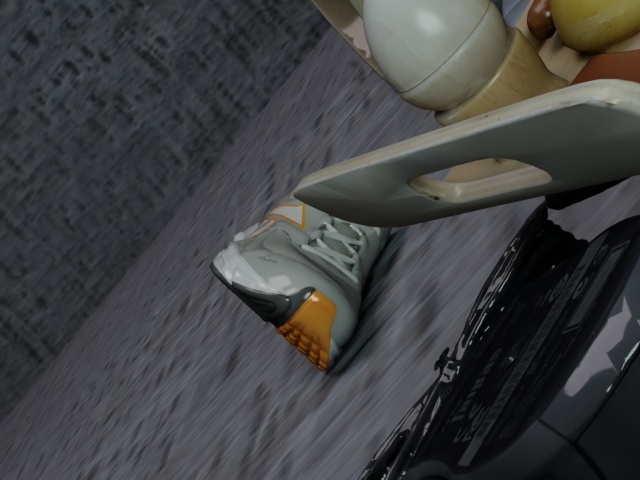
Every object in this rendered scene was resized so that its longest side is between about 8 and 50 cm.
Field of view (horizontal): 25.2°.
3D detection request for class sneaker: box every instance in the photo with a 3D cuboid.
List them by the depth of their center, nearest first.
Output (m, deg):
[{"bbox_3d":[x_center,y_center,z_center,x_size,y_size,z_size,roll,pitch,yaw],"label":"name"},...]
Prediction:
[{"bbox_3d":[0.000,0.000,0.961,0.121,0.099,0.262,-46,11,3],"label":"sneaker"}]

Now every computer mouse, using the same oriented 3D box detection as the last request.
[{"bbox_3d":[0.096,0.031,0.495,0.184,0.060,0.262,-56,1,-19],"label":"computer mouse"}]

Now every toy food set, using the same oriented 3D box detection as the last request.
[{"bbox_3d":[0.117,-0.141,0.510,0.306,0.092,0.220,-59,16,-17],"label":"toy food set"}]

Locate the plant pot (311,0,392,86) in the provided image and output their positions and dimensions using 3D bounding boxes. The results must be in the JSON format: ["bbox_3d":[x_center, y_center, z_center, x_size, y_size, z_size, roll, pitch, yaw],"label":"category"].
[{"bbox_3d":[0.090,-0.367,1.374,0.305,0.334,0.334,-40,10,1],"label":"plant pot"}]

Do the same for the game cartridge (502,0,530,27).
[{"bbox_3d":[0.206,-0.224,0.963,0.198,0.062,0.297,-42,13,28],"label":"game cartridge"}]

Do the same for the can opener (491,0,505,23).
[{"bbox_3d":[0.176,-0.241,1.187,0.283,0.076,0.095,-50,41,2],"label":"can opener"}]
